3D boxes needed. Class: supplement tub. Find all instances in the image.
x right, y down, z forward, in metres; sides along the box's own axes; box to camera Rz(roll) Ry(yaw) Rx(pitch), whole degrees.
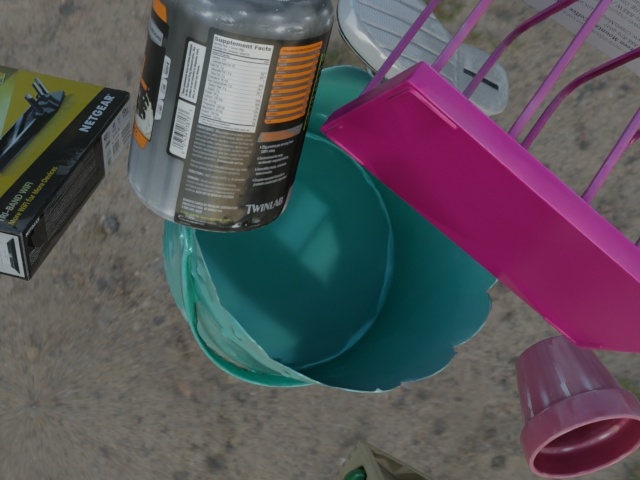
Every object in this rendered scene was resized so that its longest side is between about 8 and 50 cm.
[{"bbox_3d":[-0.058,-0.111,0.708,0.117,0.117,0.190,7,121,-14],"label":"supplement tub"}]

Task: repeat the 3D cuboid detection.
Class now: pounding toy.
[{"bbox_3d":[0.056,0.291,1.166,0.141,0.130,0.100,31,98,-17],"label":"pounding toy"}]

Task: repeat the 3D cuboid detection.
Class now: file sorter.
[{"bbox_3d":[0.188,-0.073,0.808,0.290,0.202,0.182,39,77,-11],"label":"file sorter"}]

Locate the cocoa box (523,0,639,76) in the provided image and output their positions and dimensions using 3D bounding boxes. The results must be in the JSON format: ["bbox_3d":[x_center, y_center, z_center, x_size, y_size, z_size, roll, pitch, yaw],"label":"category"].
[{"bbox_3d":[0.340,-0.279,0.897,0.347,0.231,0.228,30,61,-11],"label":"cocoa box"}]

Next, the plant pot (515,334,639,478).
[{"bbox_3d":[0.407,0.263,1.760,0.201,0.201,0.180,-4,50,-15],"label":"plant pot"}]

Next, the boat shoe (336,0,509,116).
[{"bbox_3d":[0.117,-0.231,1.430,0.335,0.119,0.121,24,65,-44],"label":"boat shoe"}]

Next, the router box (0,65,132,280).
[{"bbox_3d":[-0.408,-0.100,1.355,0.243,0.081,0.309,12,42,9],"label":"router box"}]

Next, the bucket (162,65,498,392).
[{"bbox_3d":[0.000,0.000,0.937,0.281,0.183,0.281,3,83,-22],"label":"bucket"}]
